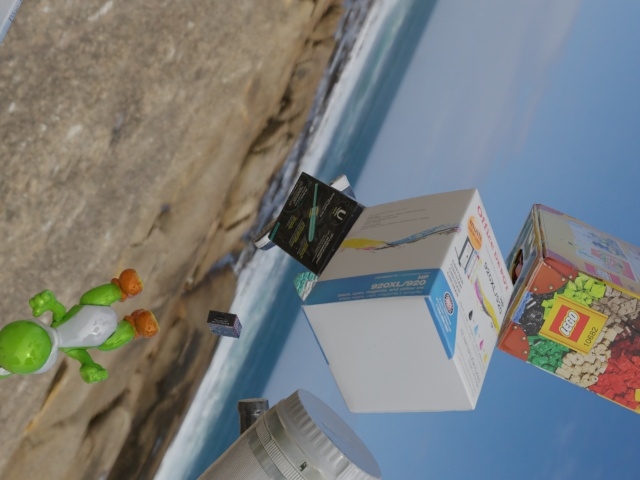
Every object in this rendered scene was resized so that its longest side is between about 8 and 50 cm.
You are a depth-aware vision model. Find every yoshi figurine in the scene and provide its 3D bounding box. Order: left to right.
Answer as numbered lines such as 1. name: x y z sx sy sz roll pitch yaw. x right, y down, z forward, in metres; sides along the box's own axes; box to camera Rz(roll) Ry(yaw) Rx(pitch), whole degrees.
1. yoshi figurine: -0.530 0.195 1.741 0.362 0.203 0.203 -23 141 -22

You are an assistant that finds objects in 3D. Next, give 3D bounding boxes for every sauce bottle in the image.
1. sauce bottle: -0.142 0.524 1.828 0.111 0.111 0.344 104 -18 -83

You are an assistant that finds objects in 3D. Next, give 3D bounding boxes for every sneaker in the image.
1. sneaker: 0.001 -0.001 1.525 0.226 0.163 0.086 -34 -173 -25
2. sneaker: 0.018 0.104 1.476 0.065 0.166 0.076 -62 -160 -6

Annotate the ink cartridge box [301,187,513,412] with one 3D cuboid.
1. ink cartridge box: 0.118 0.072 1.029 0.171 0.168 0.233 65 34 -25

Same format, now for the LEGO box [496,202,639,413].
1. LEGO box: 0.560 0.126 1.645 0.500 0.372 0.193 -45 159 -71

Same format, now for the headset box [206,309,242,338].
1. headset box: -0.208 0.180 1.793 0.083 0.062 0.032 82 18 -65

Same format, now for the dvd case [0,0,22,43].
1. dvd case: -0.499 -0.371 1.146 0.022 0.180 0.253 140 -27 -81

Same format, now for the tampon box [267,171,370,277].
1. tampon box: 0.020 -0.010 1.232 0.161 0.101 0.120 35 -83 53

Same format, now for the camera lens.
1. camera lens: -0.065 0.407 1.348 0.274 0.219 0.219 -45 180 3
